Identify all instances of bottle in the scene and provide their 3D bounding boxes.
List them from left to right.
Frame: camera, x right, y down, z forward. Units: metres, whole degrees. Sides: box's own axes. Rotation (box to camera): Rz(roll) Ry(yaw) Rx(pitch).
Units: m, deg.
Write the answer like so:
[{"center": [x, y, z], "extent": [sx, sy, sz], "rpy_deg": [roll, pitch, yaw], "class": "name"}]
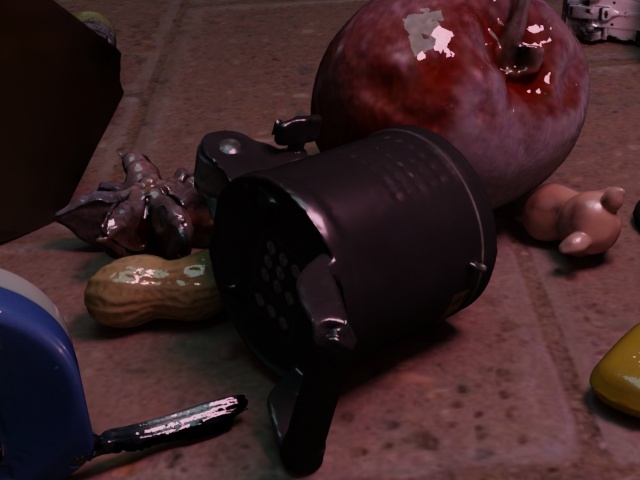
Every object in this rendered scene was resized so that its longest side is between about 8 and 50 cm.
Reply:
[{"center": [-0.387, -0.297, 1.773], "extent": [0.093, 0.093, 0.330], "rpy_deg": [-8, 28, -7], "class": "bottle"}]

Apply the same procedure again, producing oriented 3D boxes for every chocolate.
[{"center": [-0.481, -0.185, 1.339], "extent": [0.297, 0.326, 0.314], "rpy_deg": [23, -6, 37], "class": "chocolate"}]

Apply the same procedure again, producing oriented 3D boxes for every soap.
[{"center": [0.309, 0.115, 0.975], "extent": [0.089, 0.045, 0.140], "rpy_deg": [22, 38, 33], "class": "soap"}]

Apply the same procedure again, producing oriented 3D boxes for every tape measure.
[{"center": [-0.228, 0.116, 0.864], "extent": [0.351, 0.215, 0.098], "rpy_deg": [-13, 31, -16], "class": "tape measure"}]

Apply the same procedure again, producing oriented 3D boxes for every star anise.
[{"center": [-0.206, -0.040, 1.277], "extent": [0.229, 0.093, 0.236], "rpy_deg": [-9, 31, -10], "class": "star anise"}]

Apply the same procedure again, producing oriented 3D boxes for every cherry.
[{"center": [0.150, -0.170, 1.268], "extent": [0.326, 0.291, 0.335], "rpy_deg": [-11, -4, -7], "class": "cherry"}]

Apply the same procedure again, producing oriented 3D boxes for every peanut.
[{"center": [-0.156, 0.048, 1.126], "extent": [0.187, 0.082, 0.082], "rpy_deg": [-6, 29, -5], "class": "peanut"}]

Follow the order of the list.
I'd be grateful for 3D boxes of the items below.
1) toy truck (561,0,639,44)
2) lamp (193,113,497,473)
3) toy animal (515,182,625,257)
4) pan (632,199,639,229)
[{"center": [0.563, -0.404, 1.833], "extent": [0.270, 0.114, 0.135], "rpy_deg": [10, 31, 20], "class": "toy truck"}, {"center": [0.043, 0.012, 1.028], "extent": [0.272, 0.205, 0.374], "rpy_deg": [-6, 42, -22], "class": "lamp"}, {"center": [0.282, -0.024, 1.202], "extent": [0.089, 0.083, 0.150], "rpy_deg": [4, 4, -31], "class": "toy animal"}, {"center": [0.448, -0.015, 1.206], "extent": [0.115, 0.040, 0.212], "rpy_deg": [-21, 32, -19], "class": "pan"}]
